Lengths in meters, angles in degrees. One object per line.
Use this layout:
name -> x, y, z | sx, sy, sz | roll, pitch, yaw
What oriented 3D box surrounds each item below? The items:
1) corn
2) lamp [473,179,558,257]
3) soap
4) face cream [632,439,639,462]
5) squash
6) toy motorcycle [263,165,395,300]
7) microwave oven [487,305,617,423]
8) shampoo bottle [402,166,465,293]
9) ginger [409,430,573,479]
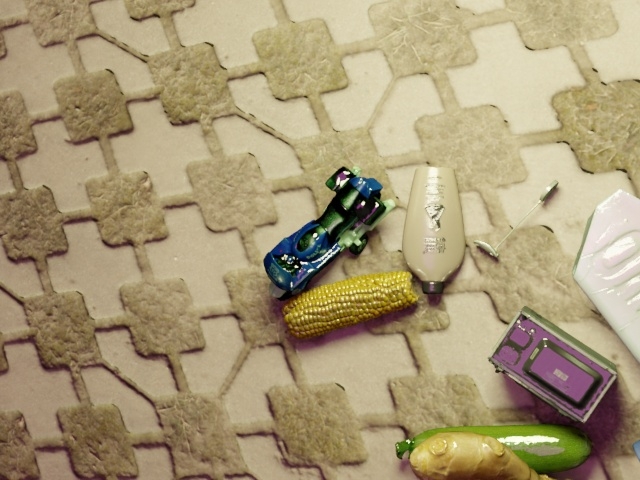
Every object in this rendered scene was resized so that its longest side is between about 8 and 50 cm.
corn -> 0.048, 0.131, 1.750 | 0.310, 0.101, 0.101 | -19, 80, 20
lamp -> 0.388, -0.050, 1.663 | 0.056, 0.050, 0.198 | 45, 102, 19
soap -> 0.605, 0.082, 1.538 | 0.208, 0.115, 0.347 | -38, 74, 14
face cream -> 0.687, 0.402, 1.413 | 0.225, 0.249, 0.249 | -31, 76, 13
squash -> 0.327, 0.404, 1.626 | 0.379, 0.101, 0.101 | -4, 84, 19
toy motorcycle -> 0.000, 0.000, 1.727 | 0.125, 0.196, 0.331 | 46, 103, 18
microwave oven -> 0.427, 0.231, 1.569 | 0.205, 0.163, 0.129 | 34, 100, 16
shampoo bottle -> 0.228, -0.018, 1.704 | 0.127, 0.078, 0.256 | 1, 86, 2
ginger -> 0.344, 0.450, 1.530 | 0.348, 0.363, 0.122 | -3, 41, 9
